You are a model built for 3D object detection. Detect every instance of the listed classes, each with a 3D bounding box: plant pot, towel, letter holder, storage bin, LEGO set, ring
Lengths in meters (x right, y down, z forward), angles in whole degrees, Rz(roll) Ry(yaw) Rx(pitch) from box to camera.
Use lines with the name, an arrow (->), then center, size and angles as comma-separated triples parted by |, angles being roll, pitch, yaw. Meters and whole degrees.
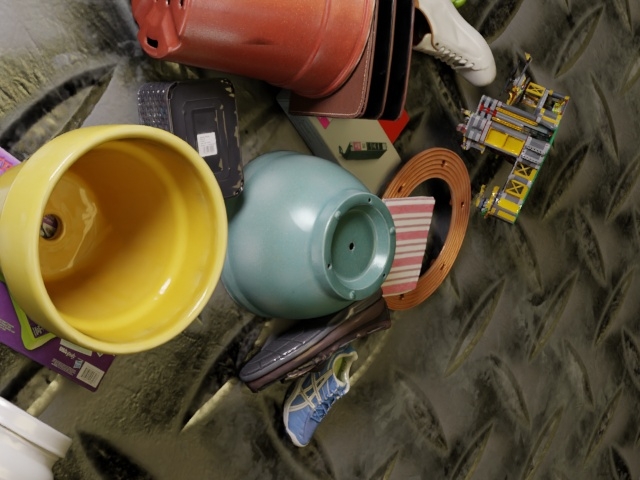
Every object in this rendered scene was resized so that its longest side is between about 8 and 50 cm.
plant pot -> -0.280, -0.010, 0.956 | 0.254, 0.239, 0.254 | -8, 101, -43
towel -> 0.145, 0.011, 1.504 | 0.144, 0.029, 0.197 | -5, 111, -46
letter holder -> 0.074, -0.339, 1.234 | 0.152, 0.214, 0.302 | -2, 100, -33
storage bin -> -0.192, -0.149, 1.193 | 0.122, 0.084, 0.180 | -16, 107, -42
LEGO set -> 0.377, -0.211, 1.674 | 0.331, 0.192, 0.255 | -57, 166, -37
plant pot -> 0.000, 0.000, 1.326 | 0.293, 0.196, 0.293 | -8, 102, -44
ring -> 0.194, -0.022, 1.591 | 0.336, 0.032, 0.337 | -26, 127, -41
plant pot -> -0.109, -0.348, 1.136 | 0.265, 0.272, 0.273 | -2, 98, -35

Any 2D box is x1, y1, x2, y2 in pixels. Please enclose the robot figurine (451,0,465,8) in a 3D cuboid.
robot figurine -> 0.258, -0.510, 1.584 | 0.115, 0.067, 0.101 | 73, 22, -44

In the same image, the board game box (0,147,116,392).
board game box -> -0.382, 0.036, 1.061 | 0.347, 0.056, 0.208 | 44, 70, -39

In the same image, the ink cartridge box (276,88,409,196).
ink cartridge box -> 0.069, -0.237, 1.455 | 0.239, 0.060, 0.275 | -55, 129, -23

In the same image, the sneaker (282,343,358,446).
sneaker -> -0.001, 0.272, 1.446 | 0.080, 0.081, 0.211 | 30, 76, -44

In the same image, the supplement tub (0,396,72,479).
supplement tub -> -0.441, 0.314, 0.940 | 0.191, 0.191, 0.272 | 47, 64, -38

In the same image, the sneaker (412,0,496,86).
sneaker -> 0.232, -0.387, 1.571 | 0.290, 0.106, 0.123 | 44, 70, -28

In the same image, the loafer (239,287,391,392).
loafer -> 0.004, 0.184, 1.386 | 0.302, 0.109, 0.095 | -33, 104, -23
